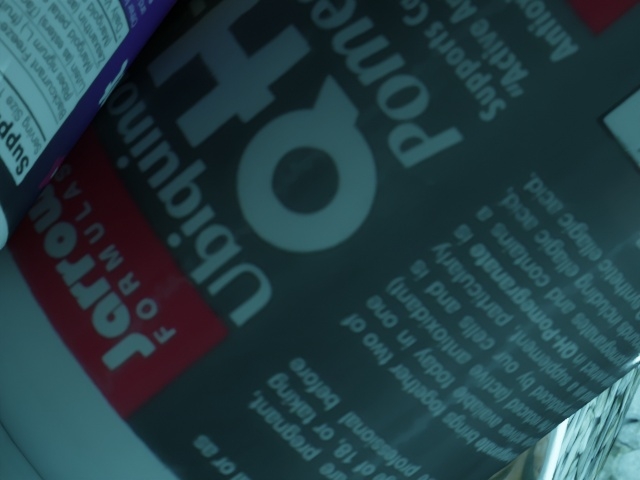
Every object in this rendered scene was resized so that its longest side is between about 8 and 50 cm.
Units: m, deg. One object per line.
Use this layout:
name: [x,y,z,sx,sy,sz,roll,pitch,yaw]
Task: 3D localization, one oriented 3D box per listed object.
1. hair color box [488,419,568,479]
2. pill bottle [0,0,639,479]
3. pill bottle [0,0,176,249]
hair color box: [0.032,0.039,0.729,0.185,0.113,0.374,-21,137,-30]
pill bottle: [0.000,0.000,0.459,0.318,0.176,0.176,-39,163,9]
pill bottle: [-0.103,-0.055,0.366,0.193,0.108,0.108,-58,159,-22]
